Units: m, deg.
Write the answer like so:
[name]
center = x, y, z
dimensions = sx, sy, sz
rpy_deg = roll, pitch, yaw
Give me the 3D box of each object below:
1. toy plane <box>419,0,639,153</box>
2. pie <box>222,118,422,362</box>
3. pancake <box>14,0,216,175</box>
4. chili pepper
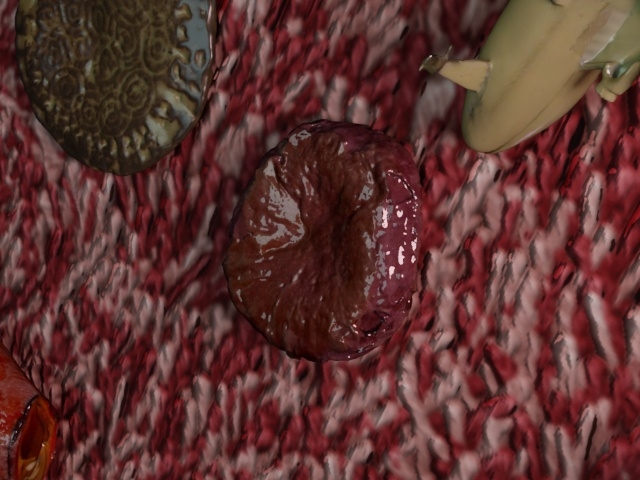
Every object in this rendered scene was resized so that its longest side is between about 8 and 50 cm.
[toy plane]
center = 0.145, -0.143, 0.751
dimensions = 0.256, 0.104, 0.242
rpy_deg = -48, 51, 23
[pie]
center = 0.000, 0.000, 0.906
dimensions = 0.154, 0.038, 0.153
rpy_deg = 1, 92, 37
[pancake]
center = -0.143, -0.142, 1.018
dimensions = 0.199, 0.021, 0.199
rpy_deg = 4, 96, 38
[chili pepper]
center = -0.265, 0.104, 1.096
dimensions = 0.192, 0.084, 0.086
rpy_deg = 34, 97, 26
